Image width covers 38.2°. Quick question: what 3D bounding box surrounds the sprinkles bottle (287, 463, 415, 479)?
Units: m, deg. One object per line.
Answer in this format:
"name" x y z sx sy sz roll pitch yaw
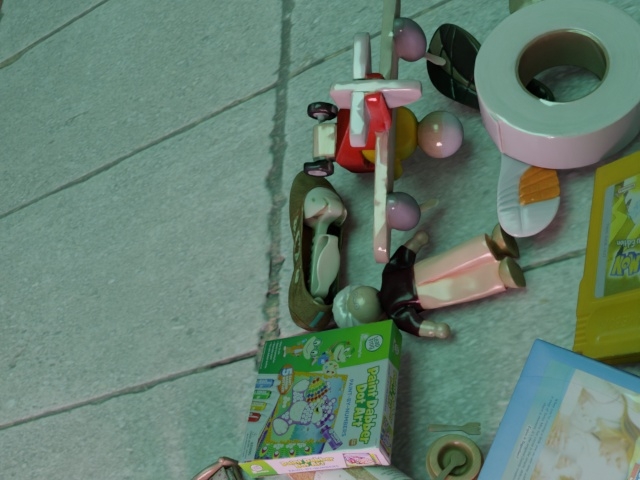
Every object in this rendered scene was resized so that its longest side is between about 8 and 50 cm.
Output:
"sprinkles bottle" 0.087 0.404 1.450 0.355 0.121 0.121 26 84 46

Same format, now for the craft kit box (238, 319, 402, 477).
"craft kit box" 0.004 0.259 1.516 0.246 0.061 0.250 -10 44 21

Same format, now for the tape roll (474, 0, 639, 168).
"tape roll" 0.398 -0.260 1.524 0.286 0.100 0.286 -7 62 13

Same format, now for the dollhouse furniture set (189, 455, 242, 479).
"dollhouse furniture set" -0.209 0.538 1.585 0.355 0.174 0.303 -45 45 11

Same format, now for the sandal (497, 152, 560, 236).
"sandal" 0.352 -0.114 1.563 0.102 0.076 0.265 -2 61 15

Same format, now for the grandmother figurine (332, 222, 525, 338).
"grandmother figurine" 0.172 0.074 1.590 0.342 0.104 0.208 -23 44 25

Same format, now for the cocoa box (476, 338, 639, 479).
"cocoa box" 0.347 0.338 1.164 0.231 0.228 0.347 20 86 46

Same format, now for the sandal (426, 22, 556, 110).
"sandal" 0.310 -0.290 1.700 0.303 0.086 0.120 43 120 29

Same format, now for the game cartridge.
"game cartridge" 0.479 0.010 1.313 0.285 0.052 0.324 -28 44 62

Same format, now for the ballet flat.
"ballet flat" 0.000 0.000 1.751 0.124 0.116 0.342 137 143 -57

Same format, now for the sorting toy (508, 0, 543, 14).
"sorting toy" 0.423 -0.482 1.737 0.132 0.046 0.275 -17 55 32

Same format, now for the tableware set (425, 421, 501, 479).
"tableware set" 0.251 0.320 1.348 0.194 0.039 0.128 -2 57 5

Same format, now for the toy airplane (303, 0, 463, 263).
"toy airplane" 0.128 -0.210 1.631 0.384 0.272 0.386 -96 14 -56
